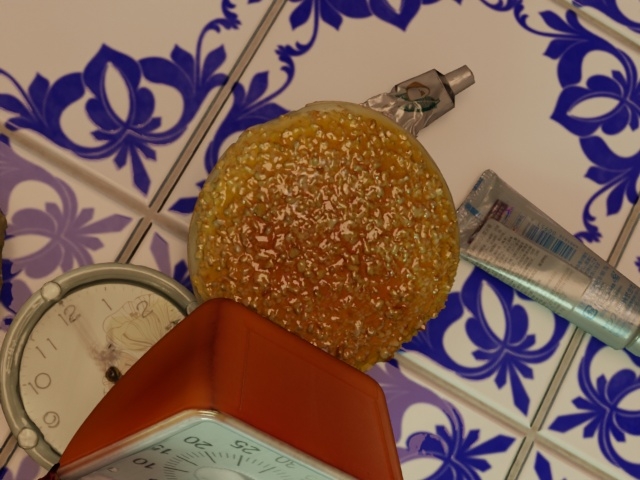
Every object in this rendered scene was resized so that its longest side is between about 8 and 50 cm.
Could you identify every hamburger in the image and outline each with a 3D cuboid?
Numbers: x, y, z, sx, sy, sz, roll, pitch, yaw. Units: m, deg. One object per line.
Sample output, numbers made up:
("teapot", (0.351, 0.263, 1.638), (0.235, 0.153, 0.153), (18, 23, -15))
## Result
("hamburger", (0.000, 0.000, 1.205), (0.302, 0.170, 0.302), (0, 91, -19))

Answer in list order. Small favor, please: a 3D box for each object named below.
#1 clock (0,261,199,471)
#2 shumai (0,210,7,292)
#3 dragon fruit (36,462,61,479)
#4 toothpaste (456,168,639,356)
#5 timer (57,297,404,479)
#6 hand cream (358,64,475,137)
("clock", (-0.218, 0.142, 1.214), (0.236, 0.053, 0.236), (2, 79, -9))
("shumai", (-0.440, -0.011, 1.099), (0.267, 0.262, 0.314), (-1, 77, -12))
("dragon fruit", (-0.295, 0.392, 0.987), (0.249, 0.386, 0.371), (49, 51, -9))
("toothpaste", (0.286, 0.043, 1.334), (0.299, 0.073, 0.114), (35, 74, 5))
("timer", (-0.088, 0.208, 1.113), (0.257, 0.250, 0.161), (32, 33, -30))
("hand cream", (0.066, -0.133, 1.334), (0.257, 0.050, 0.084), (-32, 85, -7))
